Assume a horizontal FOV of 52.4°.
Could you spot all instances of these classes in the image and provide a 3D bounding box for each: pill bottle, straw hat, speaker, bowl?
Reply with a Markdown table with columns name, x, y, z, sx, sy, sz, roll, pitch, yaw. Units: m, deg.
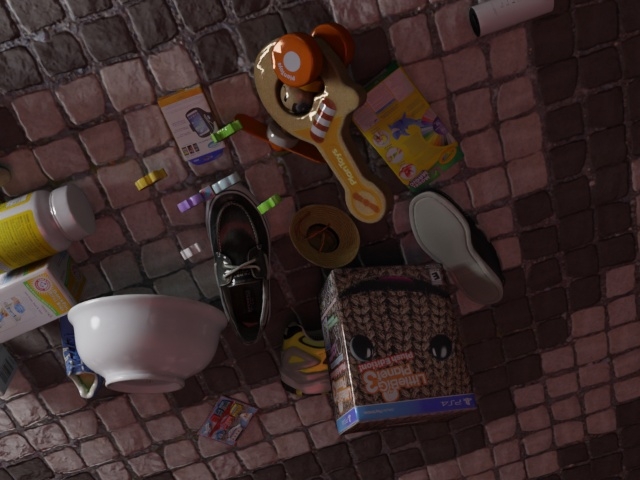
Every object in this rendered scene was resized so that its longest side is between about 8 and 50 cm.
| name | x | y | z | sx | sy | sz | roll | pitch | yaw |
| --- | --- | --- | --- | --- | --- | --- | --- | --- | --- |
| pill bottle | -0.525 | -0.020 | 1.172 | 0.209 | 0.119 | 0.119 | -20 | 118 | 3 |
| straw hat | 0.000 | 0.000 | 1.284 | 0.145 | 0.144 | 0.061 | 14 | 153 | -14 |
| speaker | 0.330 | -0.401 | 1.130 | 0.136 | 0.055 | 0.055 | -20 | 118 | 2 |
| bowl | -0.324 | 0.209 | 1.223 | 0.298 | 0.134 | 0.298 | -3 | 156 | -1 |

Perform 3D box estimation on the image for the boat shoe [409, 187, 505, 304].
| name | x | y | z | sx | sy | sz | roll | pitch | yaw |
| --- | --- | --- | --- | --- | --- | --- | --- | --- | --- |
| boat shoe | 0.277 | 0.001 | 1.314 | 0.114 | 0.091 | 0.302 | -16 | 124 | 32 |

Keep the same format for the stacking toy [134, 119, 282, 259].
| name | x | y | z | sx | sy | sz | roll | pitch | yaw |
| --- | --- | --- | --- | --- | --- | --- | --- | --- | --- |
| stacking toy | -0.197 | -0.087 | 1.158 | 0.221 | 0.052 | 0.167 | -29 | 96 | 13 |

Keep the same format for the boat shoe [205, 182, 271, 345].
| name | x | y | z | sx | sy | sz | roll | pitch | yaw |
| --- | --- | --- | --- | --- | --- | --- | --- | --- | --- |
| boat shoe | -0.144 | 0.052 | 1.261 | 0.121 | 0.119 | 0.335 | -11 | 118 | -2 |

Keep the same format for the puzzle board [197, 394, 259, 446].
| name | x | y | z | sx | sy | sz | roll | pitch | yaw |
| --- | --- | --- | --- | --- | --- | --- | --- | --- | --- |
| puzzle board | -0.214 | 0.419 | 1.502 | 0.096 | 0.011 | 0.128 | 25 | 111 | -19 |

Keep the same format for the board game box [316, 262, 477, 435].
| name | x | y | z | sx | sy | sz | roll | pitch | yaw |
| --- | --- | --- | --- | --- | --- | --- | --- | --- | --- |
| board game box | 0.138 | 0.207 | 1.259 | 0.232 | 0.290 | 0.141 | -3 | 156 | -15 |

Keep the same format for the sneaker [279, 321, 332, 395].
| name | x | y | z | sx | sy | sz | roll | pitch | yaw |
| --- | --- | --- | --- | --- | --- | --- | --- | --- | --- |
| sneaker | 0.103 | 0.225 | 1.377 | 0.385 | 0.145 | 0.147 | -8 | 99 | -13 |

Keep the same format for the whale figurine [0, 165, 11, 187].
| name | x | y | z | sx | sy | sz | roll | pitch | yaw |
| --- | --- | --- | --- | --- | --- | --- | --- | --- | --- |
| whale figurine | -0.672 | -0.153 | 1.096 | 0.216 | 0.141 | 0.272 | -43 | 139 | 15 |

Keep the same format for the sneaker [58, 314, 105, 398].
| name | x | y | z | sx | sy | sz | roll | pitch | yaw |
| --- | --- | --- | --- | --- | --- | --- | --- | --- | --- |
| sneaker | -0.482 | 0.228 | 1.327 | 0.080 | 0.081 | 0.211 | -10 | 117 | -1 |

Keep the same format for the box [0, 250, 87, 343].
| name | x | y | z | sx | sy | sz | roll | pitch | yaw |
| --- | --- | --- | --- | --- | --- | --- | --- | --- | --- |
| box | -0.564 | 0.103 | 1.232 | 0.203 | 0.114 | 0.103 | -24 | 118 | 4 |

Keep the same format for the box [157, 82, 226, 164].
| name | x | y | z | sx | sy | sz | roll | pitch | yaw |
| --- | --- | --- | --- | --- | --- | --- | --- | --- | --- |
| box | -0.226 | -0.205 | 1.171 | 0.081 | 0.028 | 0.136 | -19 | 120 | 2 |

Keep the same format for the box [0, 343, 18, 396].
| name | x | y | z | sx | sy | sz | roll | pitch | yaw |
| --- | --- | --- | --- | --- | --- | --- | --- | --- | --- |
| box | -0.683 | 0.259 | 1.304 | 0.087 | 0.101 | 0.102 | -22 | 116 | 4 |

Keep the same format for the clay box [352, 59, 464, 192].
| name | x | y | z | sx | sy | sz | roll | pitch | yaw |
| --- | --- | --- | --- | --- | --- | --- | --- | --- | --- |
| clay box | 0.157 | -0.205 | 1.208 | 0.127 | 0.053 | 0.222 | -37 | 117 | 13 |

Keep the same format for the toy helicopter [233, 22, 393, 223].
| name | x | y | z | sx | sy | sz | roll | pitch | yaw |
| --- | --- | --- | --- | --- | --- | --- | --- | --- | --- |
| toy helicopter | 0.000 | -0.180 | 1.127 | 0.235 | 0.140 | 0.355 | -27 | 98 | 39 |
